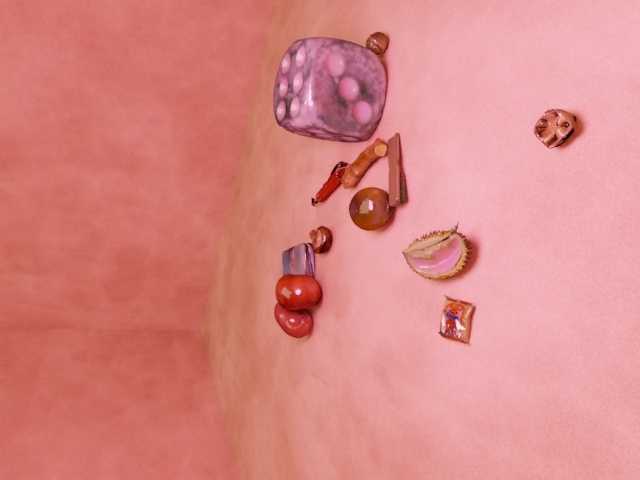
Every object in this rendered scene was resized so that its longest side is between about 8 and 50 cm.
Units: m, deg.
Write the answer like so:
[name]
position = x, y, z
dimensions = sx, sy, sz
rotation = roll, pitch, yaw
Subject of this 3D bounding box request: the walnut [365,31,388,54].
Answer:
[walnut]
position = 0.214, -0.749, 1.688
dimensions = 0.092, 0.092, 0.092
rotation = -23, 63, 59

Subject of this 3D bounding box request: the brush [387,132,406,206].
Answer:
[brush]
position = 0.262, -0.243, 1.519
dimensions = 0.054, 0.048, 0.282
rotation = -36, 45, 52

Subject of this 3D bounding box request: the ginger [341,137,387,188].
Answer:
[ginger]
position = 0.164, -0.293, 1.690
dimensions = 0.299, 0.065, 0.118
rotation = -36, 43, 57

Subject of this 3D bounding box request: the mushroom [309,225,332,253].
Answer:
[mushroom]
position = 0.000, 0.000, 1.921
dimensions = 0.127, 0.087, 0.127
rotation = -173, 90, -67

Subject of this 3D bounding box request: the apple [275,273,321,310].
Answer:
[apple]
position = -0.098, 0.220, 1.933
dimensions = 0.201, 0.201, 0.162
rotation = -26, 71, 59

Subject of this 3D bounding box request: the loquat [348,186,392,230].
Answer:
[loquat]
position = 0.171, -0.109, 1.556
dimensions = 0.195, 0.152, 0.152
rotation = -9, 76, 54

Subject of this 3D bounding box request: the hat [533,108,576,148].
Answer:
[hat]
position = 0.526, -0.255, 0.989
dimensions = 0.076, 0.059, 0.077
rotation = 47, 146, 13

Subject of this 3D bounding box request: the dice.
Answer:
[dice]
position = 0.029, -0.569, 1.717
dimensions = 0.330, 0.348, 0.328
rotation = 21, 104, 64

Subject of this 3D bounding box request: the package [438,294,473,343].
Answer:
[package]
position = 0.369, 0.217, 1.213
dimensions = 0.108, 0.031, 0.121
rotation = 9, 91, 63

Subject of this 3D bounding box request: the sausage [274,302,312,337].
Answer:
[sausage]
position = -0.130, 0.355, 2.036
dimensions = 0.254, 0.148, 0.148
rotation = 45, 124, 58

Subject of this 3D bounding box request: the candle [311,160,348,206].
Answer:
[candle]
position = 0.033, -0.238, 1.946
dimensions = 0.301, 0.059, 0.084
rotation = -45, 34, 48

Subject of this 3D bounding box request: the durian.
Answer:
[durian]
position = 0.343, 0.031, 1.246
dimensions = 0.137, 0.095, 0.220
rotation = 57, 145, -1

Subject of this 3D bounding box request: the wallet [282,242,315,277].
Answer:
[wallet]
position = -0.108, 0.113, 2.121
dimensions = 0.250, 0.075, 0.176
rotation = -22, 68, 59
